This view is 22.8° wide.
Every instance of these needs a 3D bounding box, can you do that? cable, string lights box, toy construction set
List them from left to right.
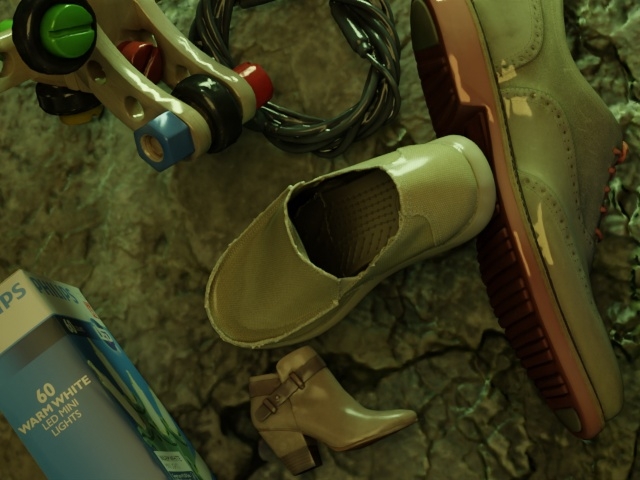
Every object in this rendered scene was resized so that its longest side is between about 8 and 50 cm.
[{"bbox_3d":[-0.154,0.151,1.166,0.077,0.133,0.260,-38,78,3],"label":"string lights box"},{"bbox_3d":[-0.153,-0.216,1.175,0.237,0.257,0.309,10,59,46],"label":"toy construction set"},{"bbox_3d":[-0.013,-0.147,1.235,0.184,0.047,0.150,26,82,17],"label":"cable"}]

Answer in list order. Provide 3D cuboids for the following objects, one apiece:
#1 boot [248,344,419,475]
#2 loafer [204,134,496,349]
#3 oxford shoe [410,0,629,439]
[{"bbox_3d":[0.004,0.120,1.191,0.118,0.042,0.087,-23,76,5],"label":"boot"},{"bbox_3d":[0.000,0.000,1.135,0.268,0.092,0.102,-34,67,36],"label":"loafer"},{"bbox_3d":[0.173,-0.034,1.147,0.130,0.123,0.348,-16,87,-10],"label":"oxford shoe"}]
